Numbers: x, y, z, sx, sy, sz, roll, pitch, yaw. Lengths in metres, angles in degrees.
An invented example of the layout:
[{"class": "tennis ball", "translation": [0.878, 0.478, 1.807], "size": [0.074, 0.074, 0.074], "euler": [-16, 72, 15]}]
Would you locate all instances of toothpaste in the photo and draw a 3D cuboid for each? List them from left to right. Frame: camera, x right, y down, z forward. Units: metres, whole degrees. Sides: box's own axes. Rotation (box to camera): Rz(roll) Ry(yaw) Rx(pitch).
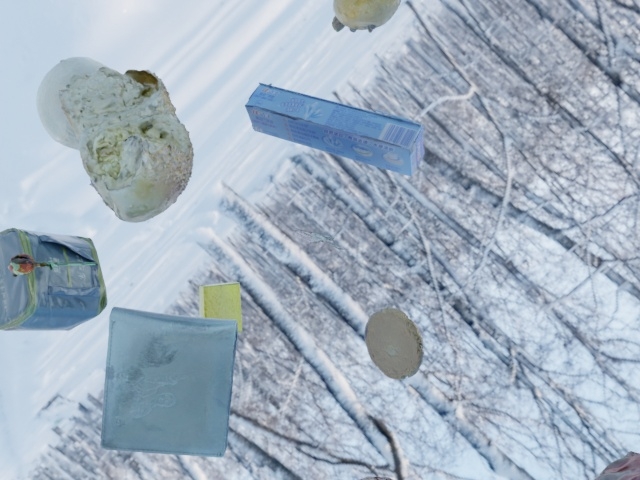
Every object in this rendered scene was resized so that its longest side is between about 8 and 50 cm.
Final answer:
[{"class": "toothpaste", "translation": [0.018, -0.168, 0.893], "size": [0.053, 0.273, 0.066], "euler": [-61, 156, -22]}]

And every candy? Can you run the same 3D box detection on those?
[{"class": "candy", "translation": [-0.605, 0.054, 1.364], "size": [0.049, 0.185, 0.055], "euler": [106, -21, -47]}, {"class": "candy", "translation": [-0.702, -0.409, 1.804], "size": [0.295, 0.295, 0.185], "euler": [-50, -167, -25]}]

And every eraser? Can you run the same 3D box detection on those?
[{"class": "eraser", "translation": [-0.243, 0.165, 1.470], "size": [0.097, 0.122, 0.045], "euler": [-1, 180, -28]}]

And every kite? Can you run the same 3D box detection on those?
[{"class": "kite", "translation": [0.000, 0.000, 1.351], "size": [0.139, 0.157, 0.011], "euler": [-16, 126, -63]}]

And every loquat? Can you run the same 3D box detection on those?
[{"class": "loquat", "translation": [0.097, -0.549, 1.357], "size": [0.204, 0.150, 0.172], "euler": [-47, -142, 32]}]

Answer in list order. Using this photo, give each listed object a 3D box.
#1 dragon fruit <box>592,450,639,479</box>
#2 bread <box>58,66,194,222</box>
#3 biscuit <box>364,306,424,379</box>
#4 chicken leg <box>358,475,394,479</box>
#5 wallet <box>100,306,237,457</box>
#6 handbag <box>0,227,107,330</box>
[{"class": "dragon fruit", "translation": [0.313, 0.284, 0.471], "size": [0.244, 0.244, 0.299], "euler": [-45, 162, 22]}, {"class": "bread", "translation": [-0.289, -0.135, 0.953], "size": [0.171, 0.191, 0.314], "euler": [-23, -138, -15]}, {"class": "biscuit", "translation": [0.219, 0.305, 1.789], "size": [0.042, 0.225, 0.226], "euler": [-15, 161, -45]}, {"class": "chicken leg", "translation": [0.127, 0.464, 0.993], "size": [0.113, 0.093, 0.304], "euler": [-27, -177, -19]}, {"class": "wallet", "translation": [-0.296, 0.279, 1.183], "size": [0.054, 0.252, 0.290], "euler": [-102, -161, -81]}, {"class": "handbag", "translation": [-0.713, 0.103, 1.549], "size": [0.223, 0.262, 0.241], "euler": [-22, 166, 23]}]
